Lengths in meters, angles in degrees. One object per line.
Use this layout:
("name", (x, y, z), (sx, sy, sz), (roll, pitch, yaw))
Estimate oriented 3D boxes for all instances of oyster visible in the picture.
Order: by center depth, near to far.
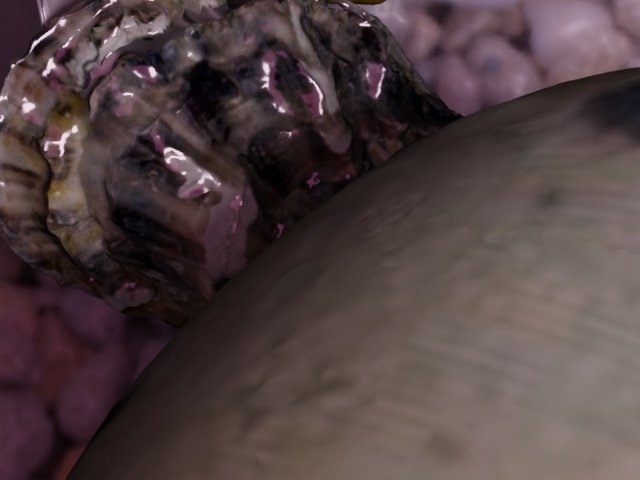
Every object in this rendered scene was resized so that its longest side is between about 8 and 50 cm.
("oyster", (-0.002, -0.001, 0.712), (0.199, 0.087, 0.252), (-35, 114, -16))

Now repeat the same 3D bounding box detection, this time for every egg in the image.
("egg", (0.071, 0.150, 0.570), (0.345, 0.345, 0.428), (19, 87, 4))

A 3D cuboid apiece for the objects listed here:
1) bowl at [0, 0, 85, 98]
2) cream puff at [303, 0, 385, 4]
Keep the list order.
("bowl", (-0.128, -0.096, 0.751), (0.086, 0.189, 0.189), (-17, 87, -39))
("cream puff", (0.003, -0.225, 0.728), (0.282, 0.185, 0.282), (11, 129, 14))
